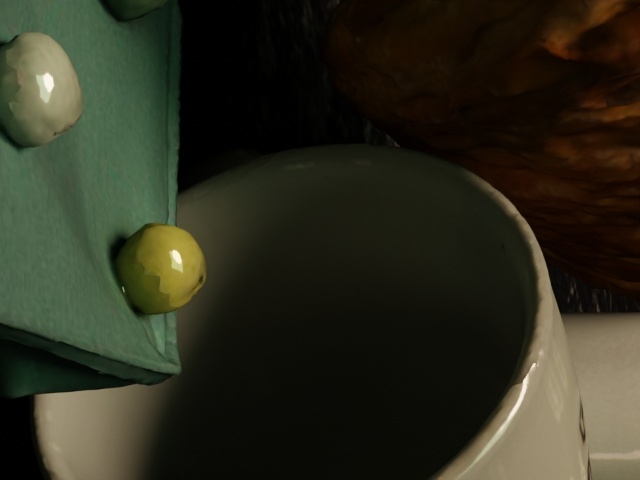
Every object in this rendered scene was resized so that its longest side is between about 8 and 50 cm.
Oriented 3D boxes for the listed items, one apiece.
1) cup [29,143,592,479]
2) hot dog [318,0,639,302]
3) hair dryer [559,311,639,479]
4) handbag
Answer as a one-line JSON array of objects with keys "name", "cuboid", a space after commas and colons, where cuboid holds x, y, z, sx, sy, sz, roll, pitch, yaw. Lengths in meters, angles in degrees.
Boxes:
[{"name": "cup", "cuboid": [0.008, 0.082, 0.703, 0.234, 0.186, 0.258, 67, 0, -45]}, {"name": "hot dog", "cuboid": [0.144, -0.094, 0.712, 0.174, 0.267, 0.387, 62, 12, 24]}, {"name": "hair dryer", "cuboid": [0.126, 0.157, 0.942, 0.357, 0.173, 0.107, 69, 26, -53]}, {"name": "handbag", "cuboid": [-0.115, -0.095, 0.519, 0.274, 0.100, 0.269, 43, 45, -63]}]
